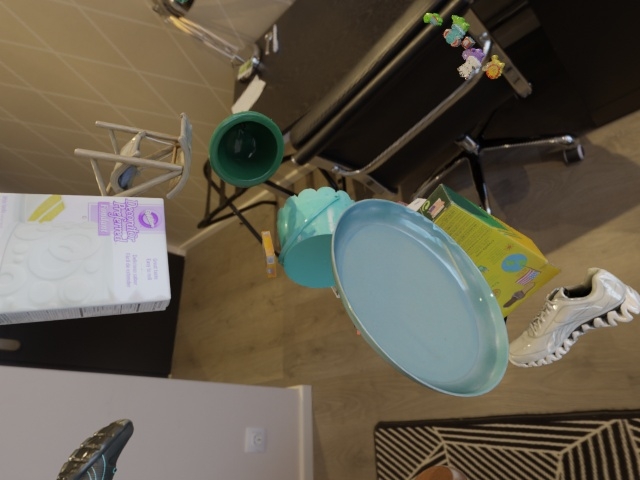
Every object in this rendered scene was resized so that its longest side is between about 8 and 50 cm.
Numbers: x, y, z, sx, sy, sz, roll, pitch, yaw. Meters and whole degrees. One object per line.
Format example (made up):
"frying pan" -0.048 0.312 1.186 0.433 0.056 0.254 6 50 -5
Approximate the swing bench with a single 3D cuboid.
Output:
"swing bench" -0.462 -0.218 1.074 0.253 0.254 0.165 -116 20 -57

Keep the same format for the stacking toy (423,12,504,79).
"stacking toy" 0.382 -0.522 1.087 0.221 0.167 0.052 56 137 12

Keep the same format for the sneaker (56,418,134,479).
"sneaker" -0.432 0.456 0.733 0.101 0.106 0.267 -21 22 37

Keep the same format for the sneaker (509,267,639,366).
"sneaker" 0.521 0.169 0.886 0.292 0.118 0.110 -46 10 25

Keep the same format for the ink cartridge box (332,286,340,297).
"ink cartridge box" 0.111 0.106 1.587 0.206 0.208 0.045 57 149 33

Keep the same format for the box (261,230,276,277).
"box" -0.154 0.034 1.192 0.136 0.028 0.081 -114 20 -51

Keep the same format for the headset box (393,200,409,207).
"headset box" 0.315 -0.044 1.743 0.110 0.293 0.218 24 112 21

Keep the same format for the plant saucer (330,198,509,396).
"plant saucer" 0.142 0.074 0.594 0.044 0.317 0.317 -48 42 40

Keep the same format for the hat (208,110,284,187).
"hat" -0.197 -0.237 0.968 0.173 0.208 0.183 -57 46 10

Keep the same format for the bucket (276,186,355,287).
"bucket" 0.000 0.000 1.220 0.281 0.281 0.183 -41 38 28

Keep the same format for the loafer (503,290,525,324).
"loafer" 0.614 0.285 1.497 0.130 0.134 0.366 42 131 21

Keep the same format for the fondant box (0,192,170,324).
"fondant box" -0.489 0.031 0.821 0.096 0.330 0.238 -42 55 53

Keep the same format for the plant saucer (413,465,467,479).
"plant saucer" 0.320 0.708 1.149 0.198 0.198 0.036 -34 90 33

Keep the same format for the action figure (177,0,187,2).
"action figure" -0.280 -0.641 0.875 0.063 0.137 0.232 157 102 -69

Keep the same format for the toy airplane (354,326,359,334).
"toy airplane" 0.229 0.404 2.031 0.151 0.028 0.151 -33 31 23

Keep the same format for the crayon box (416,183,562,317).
"crayon box" 0.311 0.044 0.850 0.202 0.318 0.081 -52 23 28

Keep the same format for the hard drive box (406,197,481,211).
"hard drive box" 0.366 -0.047 1.299 0.181 0.089 0.232 -35 35 -33
